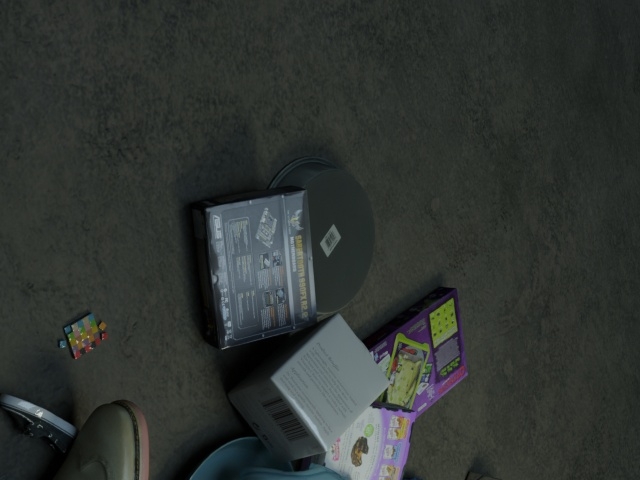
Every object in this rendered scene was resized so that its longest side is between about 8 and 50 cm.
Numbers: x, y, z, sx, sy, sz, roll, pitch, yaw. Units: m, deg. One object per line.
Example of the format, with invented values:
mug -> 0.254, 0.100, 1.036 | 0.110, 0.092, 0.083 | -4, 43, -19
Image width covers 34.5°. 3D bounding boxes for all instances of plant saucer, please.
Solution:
plant saucer -> -0.152, 0.476, 1.686 | 0.317, 0.043, 0.318 | -10, 103, -51

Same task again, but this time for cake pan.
cake pan -> 0.000, 0.000, 1.804 | 0.293, 0.054, 0.293 | -8, 101, -50

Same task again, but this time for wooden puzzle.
wooden puzzle -> -0.332, 0.133, 1.445 | 0.083, 0.006, 0.049 | -34, 120, -44

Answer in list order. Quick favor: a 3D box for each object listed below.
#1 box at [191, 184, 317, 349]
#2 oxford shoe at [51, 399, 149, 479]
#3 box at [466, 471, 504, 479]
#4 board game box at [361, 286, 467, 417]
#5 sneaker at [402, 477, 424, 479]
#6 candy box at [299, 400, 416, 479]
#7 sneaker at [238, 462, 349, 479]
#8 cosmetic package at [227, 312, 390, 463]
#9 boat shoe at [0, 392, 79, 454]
box -> -0.102, 0.040, 1.636 | 0.183, 0.056, 0.231 | -13, 106, -30
oxford shoe -> -0.345, 0.393, 1.351 | 0.146, 0.140, 0.397 | 29, 75, -45
box -> 0.337, 0.663, 2.275 | 0.113, 0.094, 0.275 | 54, 54, -40
board game box -> 0.178, 0.250, 2.065 | 0.347, 0.056, 0.208 | -28, 112, -46
sneaker -> 0.178, 0.515, 2.095 | 0.209, 0.069, 0.082 | 38, 32, -37
candy box -> 0.067, 0.375, 1.879 | 0.196, 0.070, 0.165 | 14, 89, -36
sneaker -> 0.032, 0.428, 1.681 | 0.366, 0.135, 0.150 | 15, 41, -26
cosmetic package -> -0.019, 0.242, 1.688 | 0.183, 0.151, 0.151 | -39, 96, -38
boat shoe -> -0.377, 0.245, 1.373 | 0.142, 0.049, 0.040 | 46, 61, -46
